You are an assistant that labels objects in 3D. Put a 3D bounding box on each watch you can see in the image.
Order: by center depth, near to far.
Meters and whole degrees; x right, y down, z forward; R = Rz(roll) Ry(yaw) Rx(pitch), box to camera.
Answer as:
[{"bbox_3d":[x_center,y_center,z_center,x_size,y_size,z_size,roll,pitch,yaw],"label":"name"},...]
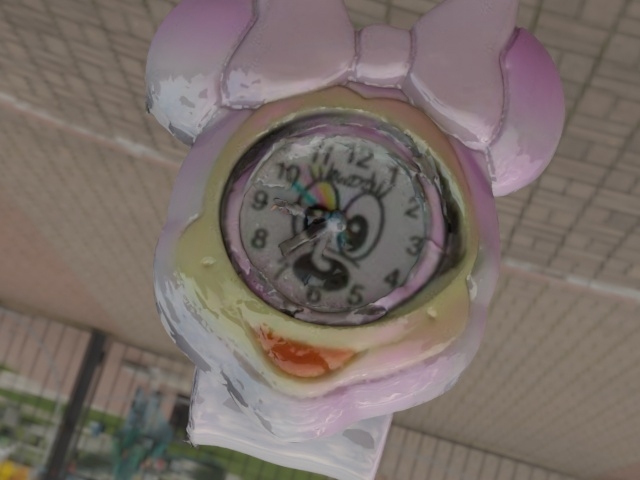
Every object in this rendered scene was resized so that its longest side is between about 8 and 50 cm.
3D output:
[{"bbox_3d":[0.000,0.000,0.699,0.210,0.249,0.217,14,160,2],"label":"watch"}]
